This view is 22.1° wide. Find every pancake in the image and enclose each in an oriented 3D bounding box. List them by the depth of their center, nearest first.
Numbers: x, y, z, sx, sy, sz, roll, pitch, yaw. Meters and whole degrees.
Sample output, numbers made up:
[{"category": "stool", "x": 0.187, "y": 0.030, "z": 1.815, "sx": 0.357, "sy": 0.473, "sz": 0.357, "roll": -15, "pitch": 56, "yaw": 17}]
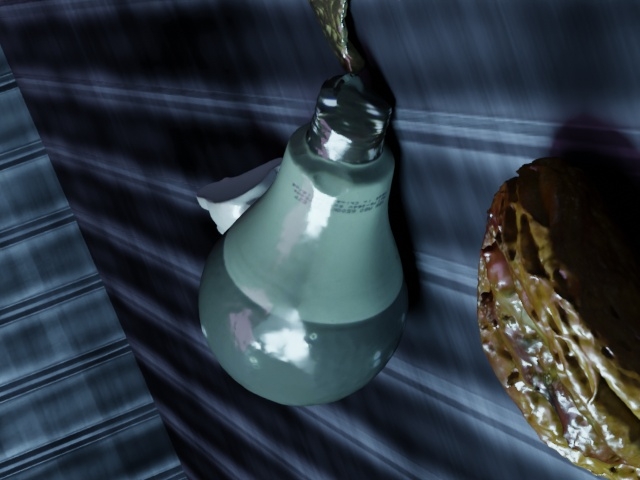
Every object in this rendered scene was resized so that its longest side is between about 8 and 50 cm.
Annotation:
[{"category": "pancake", "x": 0.014, "y": -0.210, "z": 1.238, "sx": 0.184, "sy": 0.020, "sz": 0.190, "roll": 70, "pitch": 165, "yaw": -13}]

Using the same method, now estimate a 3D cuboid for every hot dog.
[{"category": "hot dog", "x": 0.166, "y": 0.056, "z": 1.008, "sx": 0.227, "sy": 0.099, "sz": 0.160, "roll": 63, "pitch": 164, "yaw": 18}]

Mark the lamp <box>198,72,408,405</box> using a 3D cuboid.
[{"category": "lamp", "x": 0.013, "y": 0.013, "z": 1.375, "sx": 0.182, "sy": 0.182, "sz": 0.314, "roll": 59, "pitch": 138, "yaw": 22}]

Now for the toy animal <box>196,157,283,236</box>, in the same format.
[{"category": "toy animal", "x": -0.054, "y": 0.024, "z": 1.633, "sx": 0.127, "sy": 0.131, "sz": 0.182, "roll": -99, "pitch": -17, "yaw": -62}]
